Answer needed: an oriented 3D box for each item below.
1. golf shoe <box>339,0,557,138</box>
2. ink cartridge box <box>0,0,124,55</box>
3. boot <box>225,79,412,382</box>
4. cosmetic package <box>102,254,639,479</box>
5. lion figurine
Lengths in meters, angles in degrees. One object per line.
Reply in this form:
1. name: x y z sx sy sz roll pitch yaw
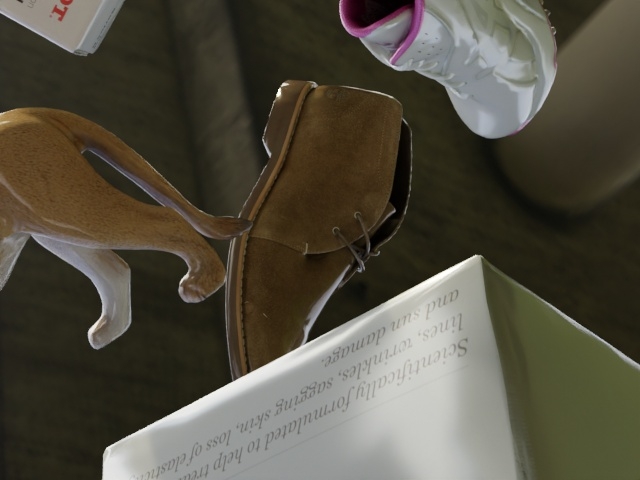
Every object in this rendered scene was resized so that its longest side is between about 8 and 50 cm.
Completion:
1. golf shoe: 0.071 -0.154 0.937 0.115 0.140 0.306 39 164 33
2. ink cartridge box: -0.286 -0.318 1.304 0.273 0.198 0.115 29 -175 -5
3. boot: 0.000 0.000 1.169 0.112 0.115 0.305 68 -149 -58
4. cosmetic package: 0.108 0.180 0.656 0.385 0.217 0.156 35 -142 -41
5. lion figurine: -0.256 0.015 0.964 0.392 0.142 0.240 -37 -79 -18
